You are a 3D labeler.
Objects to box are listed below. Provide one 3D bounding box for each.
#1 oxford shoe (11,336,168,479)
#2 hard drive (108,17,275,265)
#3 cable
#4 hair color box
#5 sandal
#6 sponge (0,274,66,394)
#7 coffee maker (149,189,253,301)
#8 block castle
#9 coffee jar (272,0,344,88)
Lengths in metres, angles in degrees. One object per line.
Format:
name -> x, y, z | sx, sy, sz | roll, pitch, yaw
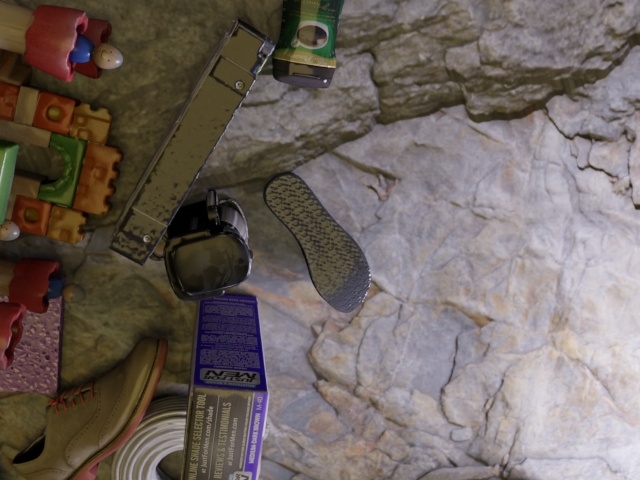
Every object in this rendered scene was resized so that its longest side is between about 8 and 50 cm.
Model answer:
oxford shoe -> -0.377, 0.282, 1.236 | 0.130, 0.123, 0.348 | 34, 101, -19
hard drive -> -0.180, -0.150, 1.063 | 0.064, 0.237, 0.339 | 31, 103, -15
cable -> -0.232, 0.391, 1.308 | 0.257, 0.089, 0.257 | 14, 106, -11
hair color box -> -0.146, 0.223, 1.132 | 0.110, 0.339, 0.185 | 6, 107, -8
sandal -> 0.000, -0.001, 1.235 | 0.097, 0.054, 0.254 | -31, 99, -4
sponge -> -0.482, 0.152, 1.234 | 0.117, 0.031, 0.210 | 6, 107, -8
coffee maker -> -0.188, 0.020, 1.147 | 0.171, 0.178, 0.120 | -34, 107, 5
block castle -> -0.393, -0.087, 1.016 | 0.213, 0.303, 0.453 | 14, 101, -11
coffee jar -> -0.016, -0.319, 1.110 | 0.096, 0.079, 0.184 | 7, 106, -12
